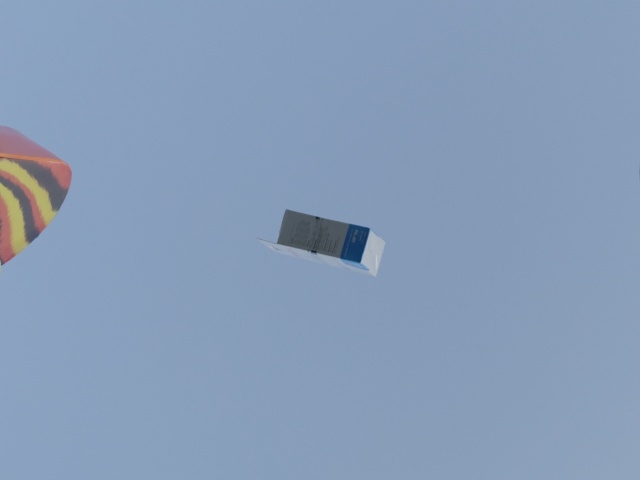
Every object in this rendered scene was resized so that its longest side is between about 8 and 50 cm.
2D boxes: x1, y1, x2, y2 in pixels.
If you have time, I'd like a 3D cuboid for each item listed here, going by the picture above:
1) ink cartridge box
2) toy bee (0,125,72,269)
[{"bbox_3d":[0.000,0.000,0.905,0.083,0.048,0.028,13,-99,18],"label":"ink cartridge box"},{"bbox_3d":[-0.277,-0.023,0.669,0.195,0.298,0.162,35,-84,48],"label":"toy bee"}]
